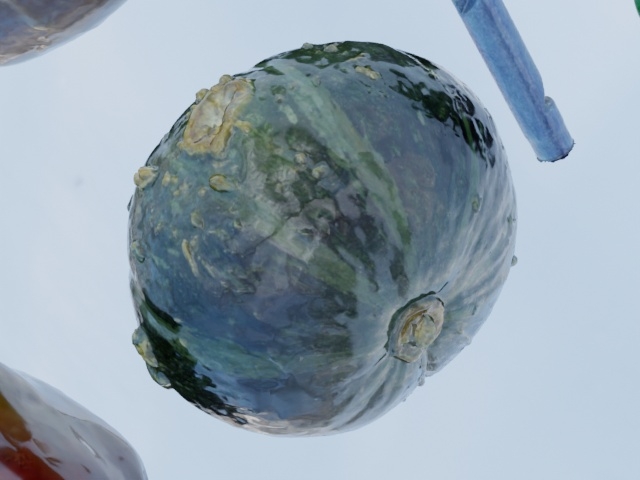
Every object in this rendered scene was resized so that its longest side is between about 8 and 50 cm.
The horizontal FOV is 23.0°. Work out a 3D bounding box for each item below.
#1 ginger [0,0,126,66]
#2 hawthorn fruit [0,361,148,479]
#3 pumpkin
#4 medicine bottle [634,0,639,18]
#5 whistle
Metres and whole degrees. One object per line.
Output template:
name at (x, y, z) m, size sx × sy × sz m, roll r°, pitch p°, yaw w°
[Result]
ginger at (-0.277, -0.210, 1.166) m, size 0.418 × 0.254 × 0.176 m, roll -17°, pitch 90°, yaw 36°
hawthorn fruit at (-0.182, 0.162, 0.813) m, size 0.248 × 0.208 × 0.208 m, roll 18°, pitch 151°, yaw 0°
pumpkin at (0.001, 0.000, 0.715) m, size 0.146 × 0.190 × 0.190 m, roll 25°, pitch 145°, yaw 30°
medicine bottle at (0.263, -0.139, 0.802) m, size 0.111 × 0.309 × 0.076 m, roll 33°, pitch 121°, yaw 35°
whistle at (0.245, -0.232, 2.045) m, size 0.062 × 0.062 × 0.304 m, roll 15°, pitch 144°, yaw 52°
